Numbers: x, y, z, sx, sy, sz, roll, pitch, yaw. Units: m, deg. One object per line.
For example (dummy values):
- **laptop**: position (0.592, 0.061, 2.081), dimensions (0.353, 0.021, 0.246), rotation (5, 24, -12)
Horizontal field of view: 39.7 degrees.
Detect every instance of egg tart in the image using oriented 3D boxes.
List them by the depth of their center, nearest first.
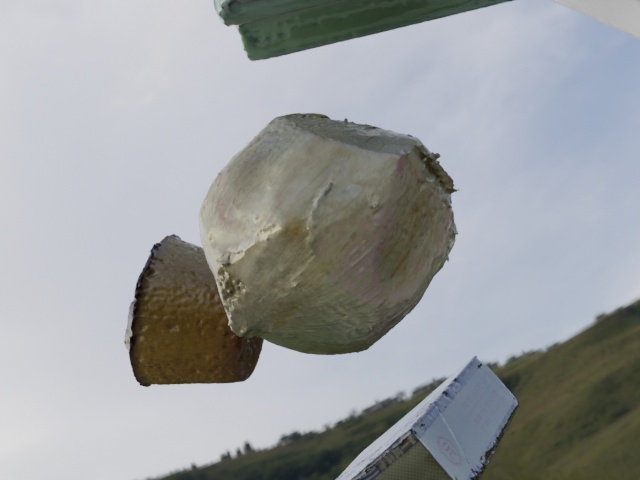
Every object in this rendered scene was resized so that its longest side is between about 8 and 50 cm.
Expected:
- **egg tart**: position (-0.167, 0.101, 1.215), dimensions (0.171, 0.215, 0.215), rotation (7, -27, 9)

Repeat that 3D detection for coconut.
- **coconut**: position (-0.003, -0.001, 0.676), dimensions (0.194, 0.194, 0.194), rotation (-20, -28, -11)

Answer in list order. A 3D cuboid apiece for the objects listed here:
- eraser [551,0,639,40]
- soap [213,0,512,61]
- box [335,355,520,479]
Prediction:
- **eraser**: position (0.393, -0.352, 1.106), dimensions (0.095, 0.270, 0.174), rotation (-6, -60, -20)
- **soap**: position (0.109, -0.357, 0.867), dimensions (0.447, 0.261, 0.156), rotation (-12, -15, 10)
- **box**: position (0.095, 0.246, 0.952), dimensions (0.198, 0.084, 0.310), rotation (-45, -10, 19)
